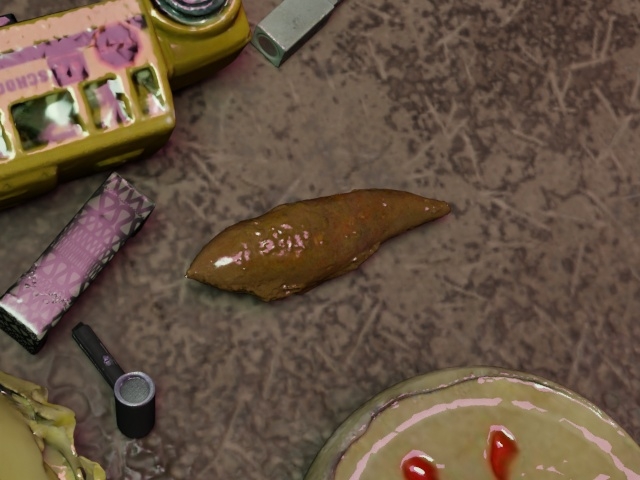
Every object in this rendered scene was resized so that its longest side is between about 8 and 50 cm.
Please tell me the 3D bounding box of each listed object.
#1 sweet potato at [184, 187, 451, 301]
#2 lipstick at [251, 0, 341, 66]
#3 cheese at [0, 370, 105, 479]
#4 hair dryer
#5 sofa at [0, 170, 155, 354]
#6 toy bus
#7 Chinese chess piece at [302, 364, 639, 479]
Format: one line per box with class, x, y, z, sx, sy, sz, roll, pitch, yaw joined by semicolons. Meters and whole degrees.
sweet potato;0.000;0.000;0.784;0.205;0.060;0.068;-19;116;-20
lipstick;0.003;-0.185;0.855;0.030;0.030;0.129;43;68;2
cheese;-0.269;0.187;0.622;0.315;0.128;0.260;-30;90;-15
hair dryer;-0.136;0.086;0.732;0.026;0.047;0.083;-31;63;-29
sofa;-0.160;0.015;0.734;0.039;0.060;0.118;40;67;-6
toy bus;-0.202;-0.086;0.726;0.335;0.121;0.123;-19;87;-19
Chinese chess piece;0.101;0.203;0.706;0.249;0.103;0.250;2;67;-5
